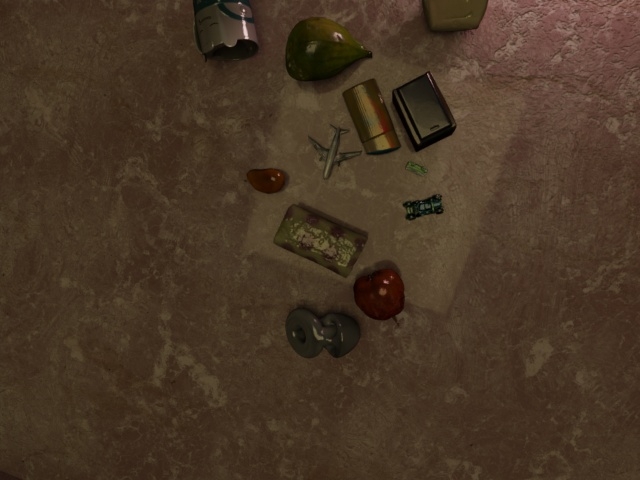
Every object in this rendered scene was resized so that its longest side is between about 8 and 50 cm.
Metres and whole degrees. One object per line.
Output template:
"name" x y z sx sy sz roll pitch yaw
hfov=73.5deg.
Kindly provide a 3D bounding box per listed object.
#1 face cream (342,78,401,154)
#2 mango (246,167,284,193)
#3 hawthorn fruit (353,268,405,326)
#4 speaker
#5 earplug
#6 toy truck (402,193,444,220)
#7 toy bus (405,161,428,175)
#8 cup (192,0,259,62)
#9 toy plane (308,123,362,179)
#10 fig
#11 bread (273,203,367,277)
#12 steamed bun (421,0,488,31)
"face cream" 0.200 -0.469 1.669 0.139 0.067 0.285 -22 95 13
"mango" -0.220 -0.246 1.755 0.159 0.084 0.105 12 117 26
"hawthorn fruit" 0.252 0.240 1.708 0.207 0.207 0.243 -28 98 11
"speaker" 0.378 -0.473 1.587 0.153 0.192 0.231 -25 90 11
"earplug" 0.002 0.383 1.779 0.325 0.175 0.214 2 103 17
"toy truck" 0.407 -0.127 1.686 0.154 0.078 0.080 -13 95 10
"toy bus" 0.380 -0.283 1.691 0.083 0.031 0.037 26 106 4
"cup" -0.385 -0.821 1.639 0.289 0.219 0.258 -5 98 41
"toy plane" 0.047 -0.351 1.713 0.226 0.058 0.226 16 103 1
"fig" 0.013 -0.723 1.620 0.314 0.233 0.233 -28 95 -33
"bread" 0.000 0.000 1.720 0.338 0.155 0.187 26 96 4
"steamed bun" 0.471 -0.860 1.525 0.225 0.200 0.170 1 59 10
